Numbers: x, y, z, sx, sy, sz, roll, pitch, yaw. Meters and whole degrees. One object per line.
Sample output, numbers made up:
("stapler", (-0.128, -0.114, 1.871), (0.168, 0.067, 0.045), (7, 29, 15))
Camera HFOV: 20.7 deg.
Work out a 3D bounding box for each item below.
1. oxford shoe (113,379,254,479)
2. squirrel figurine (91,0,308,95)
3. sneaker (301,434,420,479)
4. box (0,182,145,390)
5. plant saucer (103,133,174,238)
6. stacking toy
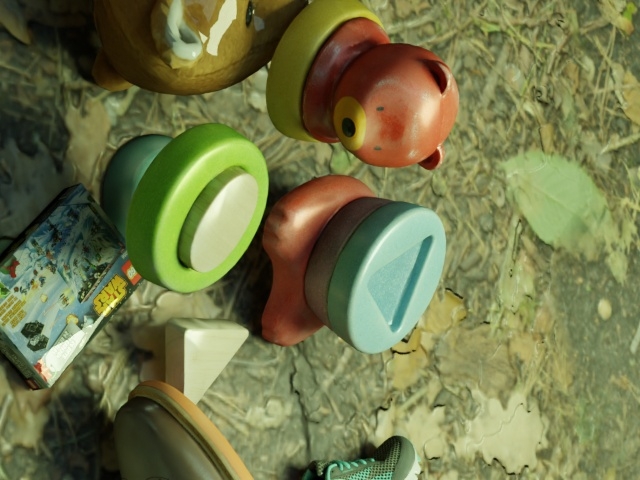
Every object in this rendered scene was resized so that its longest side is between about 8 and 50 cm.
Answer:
("oxford shoe", (-0.098, 0.287, 1.314), (0.133, 0.130, 0.364), (-20, 94, -35))
("squirrel figurine", (-0.168, -0.293, 1.318), (0.397, 0.281, 0.370), (-4, 94, -29))
("sneaker", (0.022, 0.209, 1.483), (0.166, 0.065, 0.076), (-45, 107, -40))
("box", (-0.200, 0.035, 1.335), (0.094, 0.027, 0.137), (54, 51, -19))
("plant saucer", (-0.122, -0.030, 1.424), (0.119, 0.021, 0.119), (10, 74, -40))
("stacking toy", (0.000, 0.000, 1.361), (0.279, 0.130, 0.309), (-40, 142, -32))
